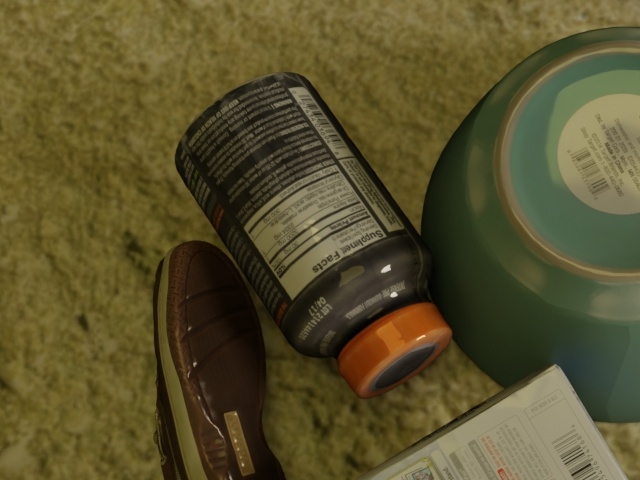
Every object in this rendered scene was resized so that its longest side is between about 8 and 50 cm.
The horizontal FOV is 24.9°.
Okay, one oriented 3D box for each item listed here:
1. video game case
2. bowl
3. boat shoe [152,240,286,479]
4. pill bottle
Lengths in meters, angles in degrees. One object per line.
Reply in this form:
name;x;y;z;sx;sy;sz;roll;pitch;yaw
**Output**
video game case;0.128;0.263;1.012;0.244;0.061;0.269;-30;84;-1
bowl;0.221;-0.031;1.068;0.311;0.163;0.311;-3;73;9
boat shoe;-0.096;0.132;1.104;0.095;0.095;0.257;-24;70;41
pill bottle;0.000;0.000;1.114;0.130;0.130;0.245;-33;70;-2
